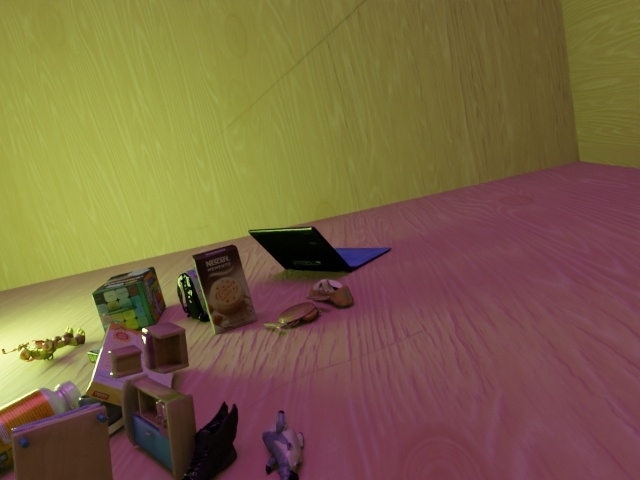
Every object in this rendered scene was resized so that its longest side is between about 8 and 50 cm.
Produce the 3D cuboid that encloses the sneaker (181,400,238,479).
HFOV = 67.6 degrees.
[{"bbox_3d":[-0.197,0.359,0.813,0.051,0.089,0.170,-5,14,34],"label":"sneaker"}]

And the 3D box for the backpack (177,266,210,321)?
[{"bbox_3d":[-0.419,0.181,1.662,0.152,0.182,0.115,-2,16,46],"label":"backpack"}]

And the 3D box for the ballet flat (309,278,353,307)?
[{"bbox_3d":[0.030,0.157,1.538,0.080,0.073,0.232,-20,13,-29],"label":"ballet flat"}]

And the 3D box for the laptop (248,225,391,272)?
[{"bbox_3d":[0.000,0.000,1.944,0.382,0.408,0.236,-2,50,45],"label":"laptop"}]

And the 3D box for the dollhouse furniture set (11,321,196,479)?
[{"bbox_3d":[-0.395,0.306,0.802,0.303,0.286,0.198,-9,5,-44],"label":"dollhouse furniture set"}]

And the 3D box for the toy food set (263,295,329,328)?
[{"bbox_3d":[-0.068,0.226,1.438,0.192,0.038,0.132,-28,11,-33],"label":"toy food set"}]

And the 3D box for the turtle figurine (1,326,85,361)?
[{"bbox_3d":[-0.916,0.360,1.617,0.270,0.087,0.217,-16,1,32],"label":"turtle figurine"}]

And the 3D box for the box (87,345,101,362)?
[{"bbox_3d":[-0.612,0.344,1.472,0.207,0.036,0.114,-4,16,39],"label":"box"}]

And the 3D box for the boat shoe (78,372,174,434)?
[{"bbox_3d":[-0.458,0.343,1.153,0.116,0.099,0.319,-12,11,16],"label":"boat shoe"}]

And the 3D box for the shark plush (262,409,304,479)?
[{"bbox_3d":[-0.062,0.367,0.798,0.067,0.073,0.161,-32,33,3],"label":"shark plush"}]

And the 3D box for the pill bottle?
[{"bbox_3d":[-0.639,0.399,1.051,0.118,0.117,0.208,-3,16,41],"label":"pill bottle"}]

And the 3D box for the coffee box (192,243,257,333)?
[{"bbox_3d":[-0.305,0.151,1.514,0.141,0.246,0.098,-17,12,-15],"label":"coffee box"}]

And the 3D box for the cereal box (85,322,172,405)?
[{"bbox_3d":[-0.436,0.297,1.123,0.173,0.047,0.240,27,14,-21],"label":"cereal box"}]

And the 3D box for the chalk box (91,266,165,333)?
[{"bbox_3d":[-0.703,0.232,1.758,0.180,0.179,0.289,-13,13,-3],"label":"chalk box"}]
